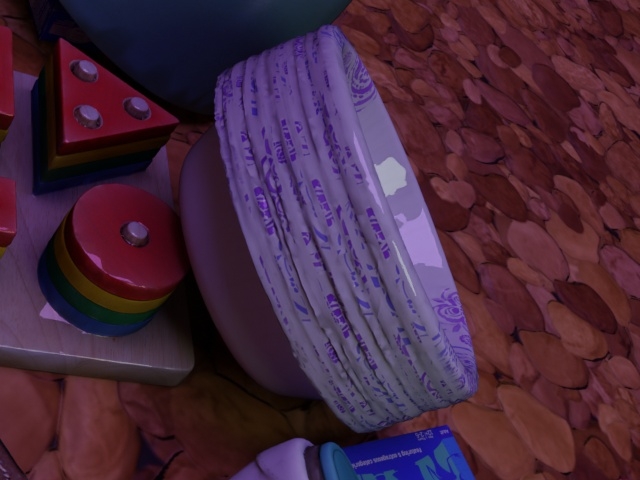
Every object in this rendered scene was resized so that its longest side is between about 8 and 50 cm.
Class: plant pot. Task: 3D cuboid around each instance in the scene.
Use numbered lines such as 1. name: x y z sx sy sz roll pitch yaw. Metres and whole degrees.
1. plant pot: -0.074 -0.295 0.846 0.293 0.235 0.293 38 35 -33

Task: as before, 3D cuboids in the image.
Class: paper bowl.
1. paper bowl: 0.000 0.000 0.705 0.284 0.148 0.284 -20 90 -78

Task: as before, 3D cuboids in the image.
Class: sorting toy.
1. sorting toy: -0.204 -0.045 0.674 0.255 0.089 0.257 13 46 -33

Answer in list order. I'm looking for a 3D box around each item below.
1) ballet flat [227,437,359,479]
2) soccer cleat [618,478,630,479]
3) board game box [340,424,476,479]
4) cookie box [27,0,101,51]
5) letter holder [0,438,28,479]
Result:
1. ballet flat: 0.015 0.304 0.516 0.139 0.139 0.400 6 49 -38
2. soccer cleat: 0.240 0.267 0.794 0.248 0.083 0.095 -10 92 -52
3. board game box: 0.072 0.243 0.677 0.160 0.047 0.210 -2 57 -42
4. cookie box: -0.217 -0.223 0.872 0.091 0.040 0.107 4 52 -40
5. letter holder: -0.318 0.062 0.426 0.214 0.152 0.302 -24 71 -48
